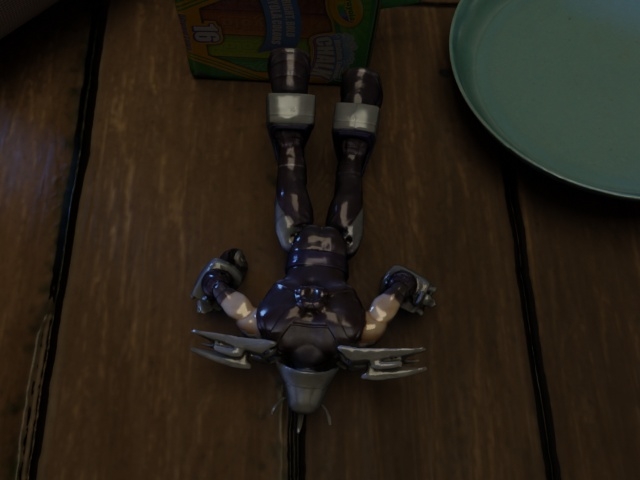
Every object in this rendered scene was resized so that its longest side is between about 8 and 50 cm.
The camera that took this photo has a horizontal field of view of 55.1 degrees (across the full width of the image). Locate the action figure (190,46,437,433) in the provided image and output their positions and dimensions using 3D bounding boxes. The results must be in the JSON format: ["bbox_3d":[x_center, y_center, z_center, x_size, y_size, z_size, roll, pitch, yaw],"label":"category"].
[{"bbox_3d":[0.000,0.000,0.472,0.185,0.099,0.285,7,71,-8],"label":"action figure"}]

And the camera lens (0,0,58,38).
[{"bbox_3d":[-0.291,-0.298,0.507,0.219,0.219,0.274,41,71,13],"label":"camera lens"}]

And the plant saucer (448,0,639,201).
[{"bbox_3d":[0.275,-0.161,0.556,0.318,0.043,0.317,-2,61,3],"label":"plant saucer"}]

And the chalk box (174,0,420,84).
[{"bbox_3d":[-0.010,-0.227,0.540,0.213,0.132,0.132,2,67,-1],"label":"chalk box"}]
